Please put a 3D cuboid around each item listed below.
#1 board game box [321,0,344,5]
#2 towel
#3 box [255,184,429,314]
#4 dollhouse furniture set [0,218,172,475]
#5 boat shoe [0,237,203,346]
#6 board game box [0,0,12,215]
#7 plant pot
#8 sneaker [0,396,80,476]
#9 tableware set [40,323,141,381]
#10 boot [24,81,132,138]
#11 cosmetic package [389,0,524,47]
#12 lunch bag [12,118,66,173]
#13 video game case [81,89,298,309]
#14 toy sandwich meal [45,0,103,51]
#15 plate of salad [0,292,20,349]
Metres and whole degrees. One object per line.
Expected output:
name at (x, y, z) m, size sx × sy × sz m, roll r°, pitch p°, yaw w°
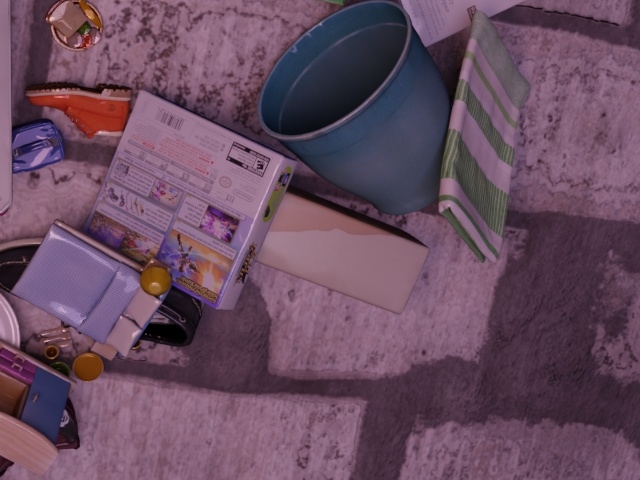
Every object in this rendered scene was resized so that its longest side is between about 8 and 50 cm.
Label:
board game box at (-0.101, -0.487, 1.710) m, size 0.317 × 0.046 × 0.213 m, roll 7°, pitch 103°, yaw -18°
towel at (0.259, -0.154, 1.776) m, size 0.248 × 0.038 × 0.325 m, roll 41°, pitch 59°, yaw -55°
box at (0.000, 0.000, 1.815) m, size 0.311 × 0.148 × 0.121 m, roll 21°, pitch 97°, yaw -22°
dollhouse furniture set at (-0.392, 0.110, 1.569) m, size 0.286 × 0.198 × 0.303 m, roll 32°, pitch 105°, yaw -16°
boat shoe at (-0.343, 0.094, 1.736) m, size 0.340 × 0.113 × 0.127 m, roll 19°, pitch 133°, yaw -22°
board game box at (-0.608, -0.213, 1.516) m, size 0.390 × 0.050 × 0.390 m, roll -3°, pitch 77°, yaw -6°
plant pot at (0.085, -0.182, 1.743) m, size 0.271 × 0.271 × 0.255 m, roll -45°, pitch 127°, yaw -1°
sneaker at (-0.469, 0.334, 1.789) m, size 0.162 × 0.106 × 0.281 m, roll 22°, pitch 97°, yaw -23°
tableware set at (-0.360, 0.169, 1.787) m, size 0.154 × 0.024 × 0.104 m, roll -12°, pitch 70°, yaw -14°
boot at (-0.365, -0.194, 1.705) m, size 0.158 × 0.059 × 0.085 m, roll 4°, pitch 108°, yaw -18°
cosmetic package at (0.224, -0.403, 1.806) m, size 0.231 × 0.085 × 0.117 m, roll -27°, pitch 110°, yaw -7°
lunch bag at (-0.428, -0.140, 1.695) m, size 0.098 × 0.065 × 0.067 m, roll -19°, pitch 109°, yaw -10°
video game case at (-0.199, -0.062, 1.701) m, size 0.269 × 0.061 × 0.244 m, roll 27°, pitch 96°, yaw 22°
toy sandwich meal at (-0.363, -0.321, 1.685) m, size 0.085 × 0.029 × 0.086 m, roll -4°, pitch 105°, yaw -15°
plate of salad at (-0.551, 0.148, 1.719) m, size 0.199 × 0.048 × 0.200 m, roll 0°, pitch 93°, yaw 0°
